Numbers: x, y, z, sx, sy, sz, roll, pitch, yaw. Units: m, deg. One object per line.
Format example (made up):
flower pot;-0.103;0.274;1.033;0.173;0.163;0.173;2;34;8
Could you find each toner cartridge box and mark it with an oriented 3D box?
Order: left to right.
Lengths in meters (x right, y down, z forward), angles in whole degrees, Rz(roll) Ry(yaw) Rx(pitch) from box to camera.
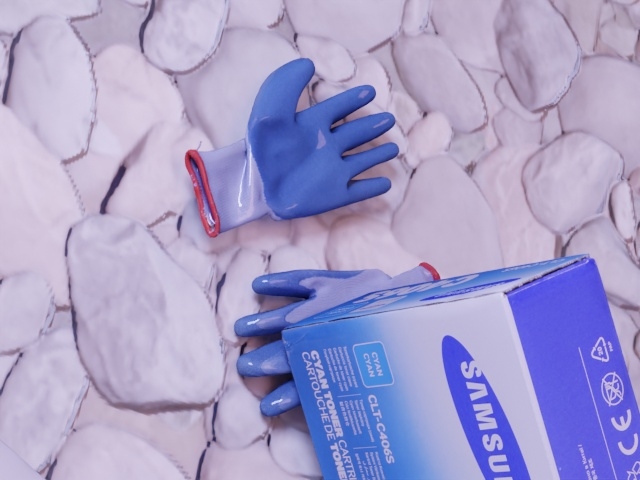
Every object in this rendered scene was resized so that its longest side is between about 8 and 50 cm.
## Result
toner cartridge box;0.103;0.191;0.899;0.075;0.165;0.348;-20;94;-42

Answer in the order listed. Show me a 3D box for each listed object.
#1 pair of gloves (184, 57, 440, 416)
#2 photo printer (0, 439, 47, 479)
pair of gloves;0.000;0.000;0.976;0.159;0.023;0.198;-21;93;-43
photo printer;-0.163;0.189;0.664;0.307;0.107;0.256;52;31;-40
